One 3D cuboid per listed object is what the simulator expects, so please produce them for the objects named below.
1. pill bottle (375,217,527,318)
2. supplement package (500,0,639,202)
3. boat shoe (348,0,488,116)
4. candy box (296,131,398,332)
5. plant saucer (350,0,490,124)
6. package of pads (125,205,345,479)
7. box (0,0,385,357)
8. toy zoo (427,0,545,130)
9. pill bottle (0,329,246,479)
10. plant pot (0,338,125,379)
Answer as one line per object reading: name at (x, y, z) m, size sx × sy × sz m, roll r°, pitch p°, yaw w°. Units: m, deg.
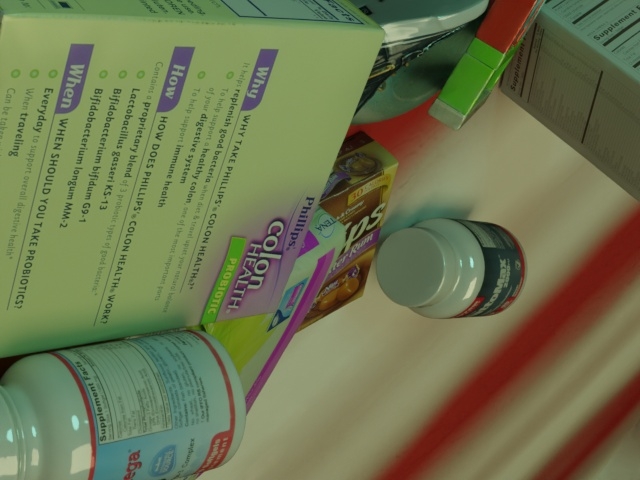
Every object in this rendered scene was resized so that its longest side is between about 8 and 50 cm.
pill bottle at (0.138, 0.030, 1.233) m, size 0.180 × 0.108 × 0.108 m, roll 2°, pitch 127°, yaw -56°
supplement package at (0.306, -0.147, 1.074) m, size 0.134 × 0.244 × 0.139 m, roll -34°, pitch 152°, yaw -22°
boat shoe at (0.040, -0.143, 0.871) m, size 0.183 × 0.065 × 0.083 m, roll -19°, pitch 140°, yaw -14°
candy box at (0.000, 0.000, 1.052) m, size 0.109 × 0.053 × 0.186 m, roll -28°, pitch 147°, yaw -31°
plant saucer at (0.084, -0.166, 0.958) m, size 0.195 × 0.037 × 0.195 m, roll -35°, pitch 152°, yaw -21°
package of pads at (-0.120, 0.109, 0.918) m, size 0.229 × 0.101 × 0.296 m, roll -33°, pitch 156°, yaw -57°
box at (-0.117, -0.059, 0.672) m, size 0.243 × 0.117 × 0.213 m, roll -6°, pitch 129°, yaw -40°
toy zoo at (0.187, -0.231, 0.932) m, size 0.293 × 0.030 × 0.192 m, roll -59°, pitch 175°, yaw 20°
pill bottle at (-0.129, 0.103, 0.660) m, size 0.160 × 0.087 × 0.087 m, roll -7°, pitch 134°, yaw -40°
plant pot at (-0.244, 0.138, 0.752) m, size 0.205 × 0.205 × 0.188 m, roll -17°, pitch 157°, yaw -44°
